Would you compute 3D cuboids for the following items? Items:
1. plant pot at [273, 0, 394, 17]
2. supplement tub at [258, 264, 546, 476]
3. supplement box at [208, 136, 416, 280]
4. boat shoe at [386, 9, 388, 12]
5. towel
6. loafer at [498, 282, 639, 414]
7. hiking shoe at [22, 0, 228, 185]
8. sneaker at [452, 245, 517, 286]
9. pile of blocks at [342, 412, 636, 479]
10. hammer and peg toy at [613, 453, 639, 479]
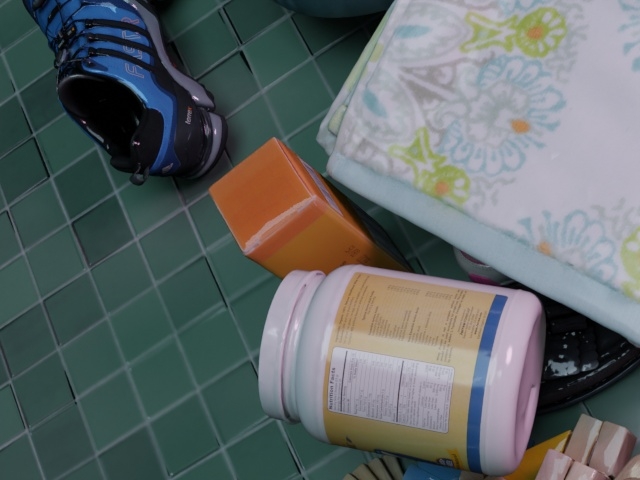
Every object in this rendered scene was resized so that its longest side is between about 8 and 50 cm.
[{"bbox_3d":[0.007,-0.389,1.186,0.293,0.235,0.293,-11,60,20],"label":"plant pot"},{"bbox_3d":[0.066,0.097,1.030,0.200,0.144,0.144,9,76,18],"label":"supplement tub"},{"bbox_3d":[0.000,0.000,1.140,0.078,0.233,0.080,-38,57,9],"label":"supplement box"},{"bbox_3d":[0.124,-0.294,1.285,0.219,0.078,0.070,-59,19,-10],"label":"boat shoe"},{"bbox_3d":[0.208,-0.120,1.041,0.374,0.090,0.320,31,95,27],"label":"towel"},{"bbox_3d":[0.138,0.096,1.121,0.302,0.095,0.109,-18,64,18],"label":"loafer"},{"bbox_3d":[-0.220,-0.184,1.326,0.304,0.132,0.113,47,120,20],"label":"hiking shoe"},{"bbox_3d":[0.171,-0.085,1.161,0.103,0.111,0.252,11,77,28],"label":"sneaker"},{"bbox_3d":[0.082,0.225,1.093,0.362,0.112,0.149,-32,62,11],"label":"pile of blocks"},{"bbox_3d":[0.295,0.289,0.962,0.266,0.127,0.361,40,91,30],"label":"hammer and peg toy"}]
